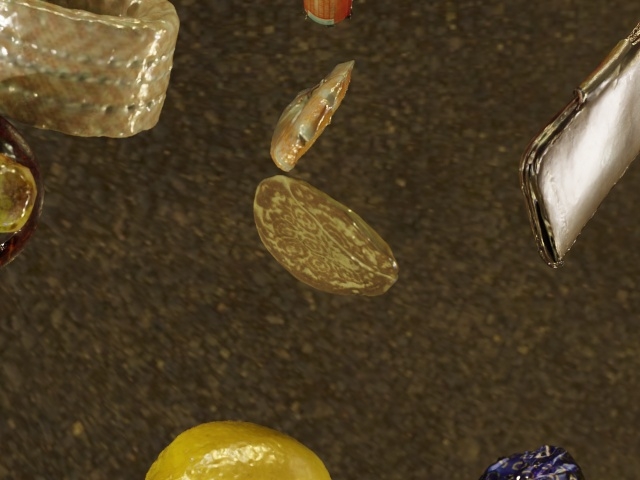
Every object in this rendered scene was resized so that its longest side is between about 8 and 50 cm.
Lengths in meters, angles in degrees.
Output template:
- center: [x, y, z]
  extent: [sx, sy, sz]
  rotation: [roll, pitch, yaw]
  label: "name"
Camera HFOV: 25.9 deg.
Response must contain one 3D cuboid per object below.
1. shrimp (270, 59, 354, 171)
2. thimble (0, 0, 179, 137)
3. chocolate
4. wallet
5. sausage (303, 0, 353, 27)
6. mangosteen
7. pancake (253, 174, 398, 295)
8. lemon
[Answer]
- center: [0.000, -0.188, 1.902]
  extent: [0.062, 0.317, 0.164]
  rotation: [40, 108, -7]
  label: "shrimp"
- center: [-0.275, -0.207, 1.513]
  extent: [0.229, 0.196, 0.148]
  rotation: [3, 116, -24]
  label: "thimble"
- center: [0.139, 0.279, 1.383]
  extent: [0.343, 0.148, 0.126]
  rotation: [2, 119, -44]
  label: "chocolate"
- center: [0.259, -0.106, 1.237]
  extent: [0.255, 0.031, 0.137]
  rotation: [-48, 140, -28]
  label: "wallet"
- center: [0.013, -0.354, 1.893]
  extent: [0.083, 0.264, 0.083]
  rotation: [0, 87, -1]
  label: "sausage"
- center: [-0.375, -0.042, 1.387]
  extent: [0.192, 0.217, 0.192]
  rotation: [-2, 102, -7]
  label: "mangosteen"
- center: [0.000, 0.001, 2.070]
  extent: [0.250, 0.250, 0.031]
  rotation: [48, 58, -22]
  label: "pancake"
- center: [-0.092, 0.311, 1.609]
  extent: [0.260, 0.204, 0.204]
  rotation: [20, 90, -30]
  label: "lemon"
